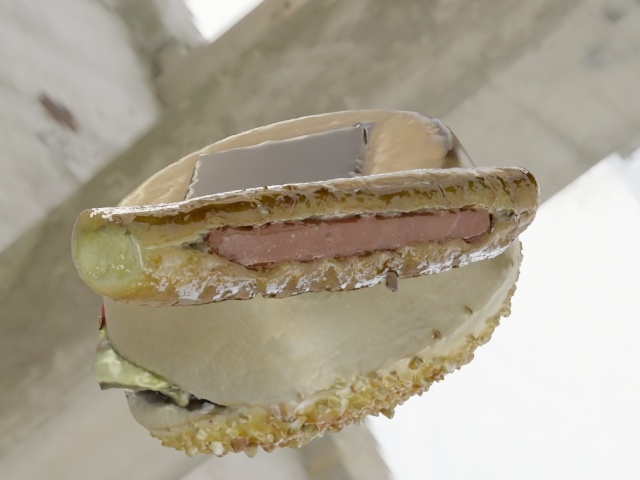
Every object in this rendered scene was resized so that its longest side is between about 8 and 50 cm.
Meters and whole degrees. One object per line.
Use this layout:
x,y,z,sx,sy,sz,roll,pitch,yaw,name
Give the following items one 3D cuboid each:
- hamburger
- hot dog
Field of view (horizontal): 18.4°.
-0.008,0.029,1.336,0.302,0.302,0.170,-81,-24,-65,hamburger
-0.001,-0.004,1.037,0.286,0.088,0.061,-6,-83,-33,hot dog
